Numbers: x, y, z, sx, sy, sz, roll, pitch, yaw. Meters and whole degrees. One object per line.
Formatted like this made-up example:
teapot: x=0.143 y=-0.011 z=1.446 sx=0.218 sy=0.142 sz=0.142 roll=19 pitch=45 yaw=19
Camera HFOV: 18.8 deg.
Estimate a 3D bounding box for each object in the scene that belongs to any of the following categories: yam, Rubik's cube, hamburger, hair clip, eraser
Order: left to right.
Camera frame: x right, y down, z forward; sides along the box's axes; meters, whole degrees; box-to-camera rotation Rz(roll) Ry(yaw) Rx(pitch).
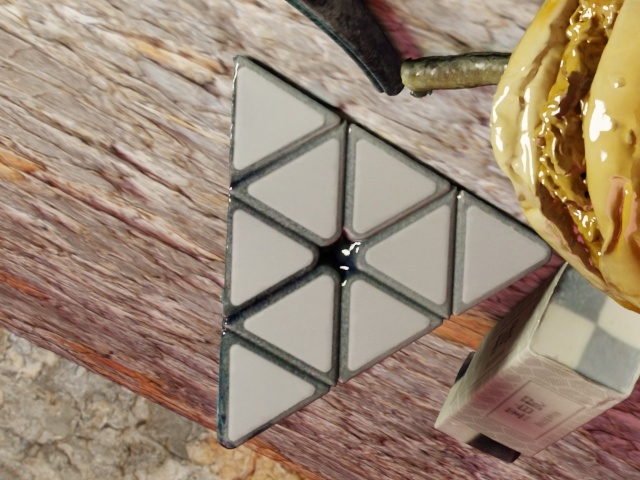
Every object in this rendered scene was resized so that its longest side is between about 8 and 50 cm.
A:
hair clip: x=-0.016 y=-0.162 z=1.258 sx=0.083 sy=0.048 sz=0.275 roll=4 pitch=155 yaw=43
Rubik's cube: x=0.000 y=0.001 z=1.574 sx=0.228 sy=0.233 sz=0.228 roll=-11 pitch=-118 yaw=-48
yam: x=0.106 y=-0.110 z=1.271 sx=0.129 sy=0.027 sz=0.033 roll=4 pitch=143 yaw=50
eraser: x=0.196 y=0.115 z=1.728 sx=0.096 sy=0.098 sz=0.404 roll=27 pitch=163 yaw=-1
hamburger: x=0.186 y=-0.058 z=1.006 sx=0.108 sy=0.213 sz=0.214 roll=12 pitch=159 yaw=44
